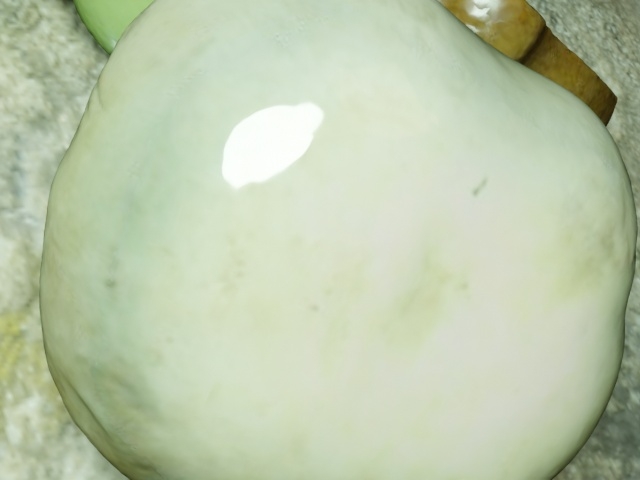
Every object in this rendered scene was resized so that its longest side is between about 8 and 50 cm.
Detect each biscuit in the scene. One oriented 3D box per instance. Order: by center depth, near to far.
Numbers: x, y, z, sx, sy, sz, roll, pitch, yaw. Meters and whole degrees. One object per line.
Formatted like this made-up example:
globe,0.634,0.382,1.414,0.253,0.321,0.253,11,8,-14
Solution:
biscuit,0.040,-0.147,0.694,0.273,0.049,0.257,42,9,24

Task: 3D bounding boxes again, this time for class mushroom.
mushroom,0.000,0.000,0.556,0.253,0.234,0.260,-21,114,-14

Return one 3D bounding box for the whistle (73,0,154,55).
whistle,-0.119,-0.178,0.630,0.288,0.131,0.106,44,72,-3
